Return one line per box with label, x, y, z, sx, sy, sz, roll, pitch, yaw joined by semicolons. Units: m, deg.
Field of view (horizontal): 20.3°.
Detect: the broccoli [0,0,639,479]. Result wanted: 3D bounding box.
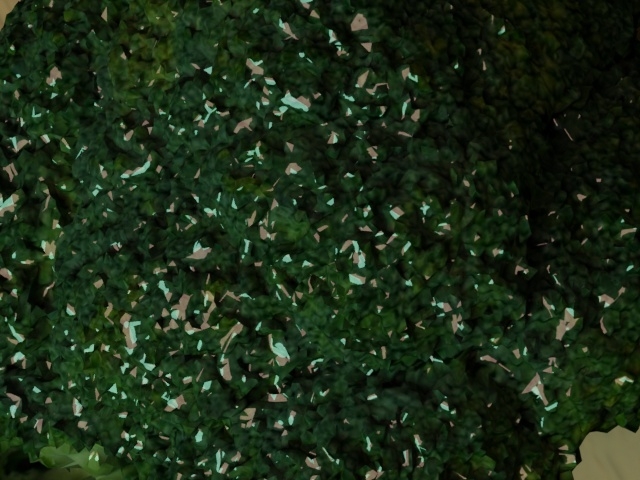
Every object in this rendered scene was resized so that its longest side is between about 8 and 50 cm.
broccoli;0.000;0.000;0.587;0.261;0.269;0.242;-6;137;11
